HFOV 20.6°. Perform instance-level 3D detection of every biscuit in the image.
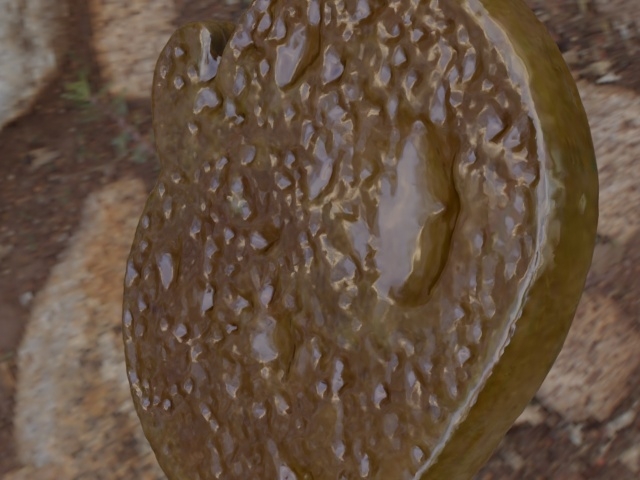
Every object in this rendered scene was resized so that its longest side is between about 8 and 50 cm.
[{"bbox_3d":[0.001,0.000,0.967,0.314,0.063,0.367,53,128,33],"label":"biscuit"}]
